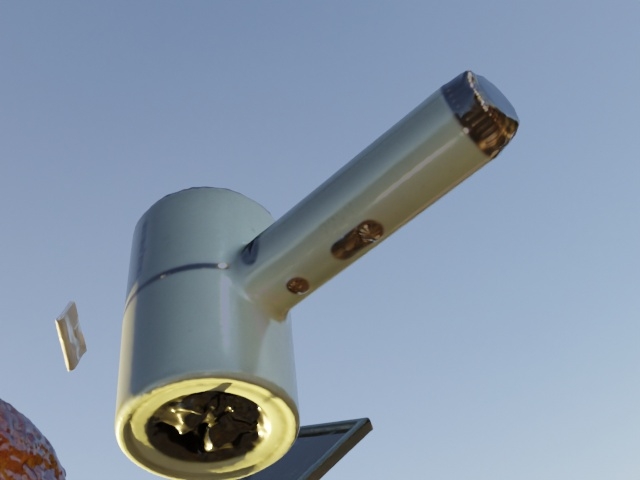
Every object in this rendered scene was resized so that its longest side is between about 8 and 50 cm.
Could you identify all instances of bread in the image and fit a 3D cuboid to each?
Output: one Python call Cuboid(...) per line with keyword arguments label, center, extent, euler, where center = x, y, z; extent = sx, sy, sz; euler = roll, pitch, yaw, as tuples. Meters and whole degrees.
Cuboid(label="bread", center=(-0.313, 0.178, 0.785), extent=(0.095, 0.139, 0.268), euler=(-29, -56, -10))

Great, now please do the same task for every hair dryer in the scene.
Cuboid(label="hair dryer", center=(0.000, 0.000, 0.615), extent=(0.362, 0.203, 0.128), euler=(-38, -54, 25))

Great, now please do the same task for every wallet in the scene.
Cuboid(label="wallet", center=(-0.312, 0.120, 1.096), extent=(0.011, 0.044, 0.083), euler=(5, -56, 12))

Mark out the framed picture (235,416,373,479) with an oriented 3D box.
Cuboid(label="framed picture", center=(-0.115, 0.327, 1.113), extent=(0.247, 0.022, 0.335), euler=(-18, 9, 40))
